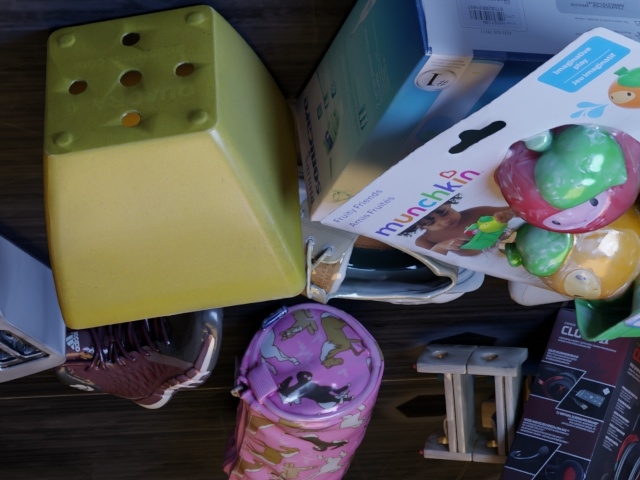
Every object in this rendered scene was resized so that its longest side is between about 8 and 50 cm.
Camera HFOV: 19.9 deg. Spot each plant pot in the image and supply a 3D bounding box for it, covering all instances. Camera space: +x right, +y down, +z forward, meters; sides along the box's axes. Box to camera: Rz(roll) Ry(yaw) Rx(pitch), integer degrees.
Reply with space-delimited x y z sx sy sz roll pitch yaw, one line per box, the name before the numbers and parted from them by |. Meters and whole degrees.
plant pot | -0.137 -0.077 1.537 0.212 0.212 0.187 -9 141 5

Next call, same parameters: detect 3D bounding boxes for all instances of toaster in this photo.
toaster | -0.365 0.074 1.889 0.168 0.110 0.186 -14 154 18

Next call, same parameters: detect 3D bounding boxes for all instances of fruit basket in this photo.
fruit basket | 0.234 -0.029 1.463 0.353 0.165 0.327 12 148 -37

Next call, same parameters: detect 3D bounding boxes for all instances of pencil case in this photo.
pencil case | -0.029 0.215 2.211 0.167 0.160 0.386 27 155 7

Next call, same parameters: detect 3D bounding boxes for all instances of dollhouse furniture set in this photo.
dollhouse furniture set | 0.205 0.179 2.270 0.129 0.129 0.183 2 -160 19

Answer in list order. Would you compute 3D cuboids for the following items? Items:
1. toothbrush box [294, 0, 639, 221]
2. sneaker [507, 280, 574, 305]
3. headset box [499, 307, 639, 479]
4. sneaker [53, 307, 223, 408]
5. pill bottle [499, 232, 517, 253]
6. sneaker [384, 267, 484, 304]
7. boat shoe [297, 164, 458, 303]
toothbrush box | 0.126 -0.129 1.554 0.216 0.126 0.295 2 155 -20
sneaker | 0.322 0.038 1.957 0.262 0.121 0.099 -20 150 28
headset box | 0.337 0.230 2.215 0.110 0.293 0.218 13 166 34
sneaker | -0.217 0.117 2.025 0.163 0.106 0.281 8 152 -21
pill bottle | 0.113 -0.045 1.750 0.180 0.108 0.108 10 150 -30
sneaker | 0.056 0.033 1.936 0.235 0.090 0.095 10 161 -26
boat shoe | 0.000 0.000 1.794 0.302 0.103 0.113 0 135 -22
